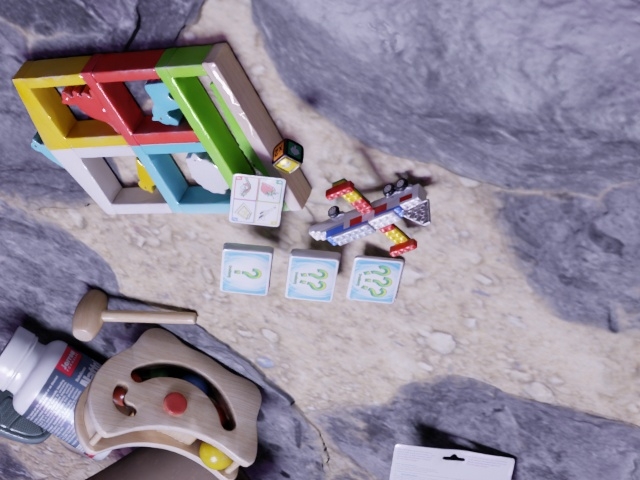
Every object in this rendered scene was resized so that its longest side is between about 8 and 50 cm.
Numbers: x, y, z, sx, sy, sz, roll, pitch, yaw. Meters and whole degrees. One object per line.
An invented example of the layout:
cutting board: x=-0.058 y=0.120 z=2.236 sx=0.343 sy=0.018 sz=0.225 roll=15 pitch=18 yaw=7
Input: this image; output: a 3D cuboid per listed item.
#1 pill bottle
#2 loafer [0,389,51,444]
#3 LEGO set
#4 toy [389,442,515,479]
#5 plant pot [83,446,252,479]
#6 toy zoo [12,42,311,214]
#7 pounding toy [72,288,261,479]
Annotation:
pill bottle: x=-0.325 y=0.189 z=1.784 sx=0.180 sy=0.108 sz=0.108 roll=33 pitch=145 yaw=-10
loafer: x=-0.493 y=0.211 z=1.940 sx=0.267 sy=0.096 sz=0.084 roll=30 pitch=151 yaw=-8
LEGO set: x=0.000 y=0.000 z=1.335 sx=0.182 sy=0.060 sz=0.244 roll=6 pitch=144 yaw=-4
toy: x=0.143 y=0.322 z=1.677 sx=0.137 sy=0.056 sz=0.237 roll=7 pitch=123 yaw=1
plant pot: x=-0.201 y=0.357 z=1.780 sx=0.263 sy=0.229 sz=0.263 roll=47 pitch=180 yaw=0
toy zoo: x=-0.172 y=-0.101 z=1.375 sx=0.293 sy=0.030 sz=0.192 roll=0 pitch=137 yaw=32
pounding toy: x=-0.186 y=0.179 z=1.639 sx=0.269 sy=0.154 sz=0.155 roll=32 pitch=145 yaw=-8
